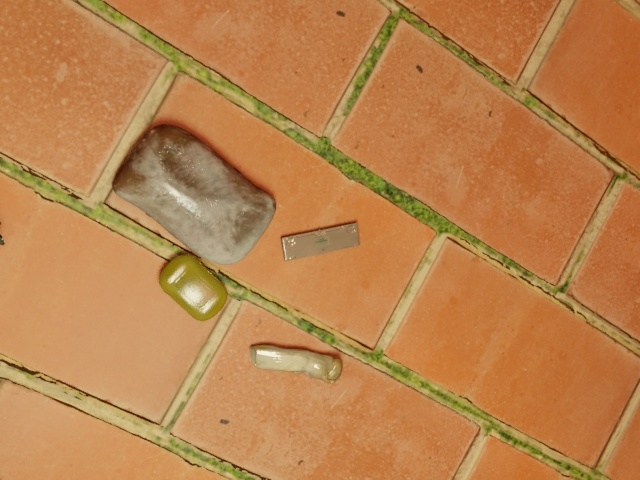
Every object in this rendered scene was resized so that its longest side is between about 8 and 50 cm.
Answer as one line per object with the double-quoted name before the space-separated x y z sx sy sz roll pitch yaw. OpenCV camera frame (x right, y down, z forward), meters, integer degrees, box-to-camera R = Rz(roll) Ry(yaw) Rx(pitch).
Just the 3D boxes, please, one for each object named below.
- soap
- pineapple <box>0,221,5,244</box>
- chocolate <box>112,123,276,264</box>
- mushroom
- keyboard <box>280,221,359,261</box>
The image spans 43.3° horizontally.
"soap" -0.248 0.092 1.575 0.140 0.045 0.089 46 78 -16
"pineapple" -0.722 0.007 1.341 0.362 0.202 0.202 -14 100 -24
"chocolate" -0.230 -0.084 1.541 0.303 0.100 0.185 37 81 -21
"mushroom" -0.049 0.251 1.657 0.202 0.054 0.059 14 93 -14
"keyboard" 0.000 0.000 1.663 0.166 0.017 0.055 -12 104 -17
